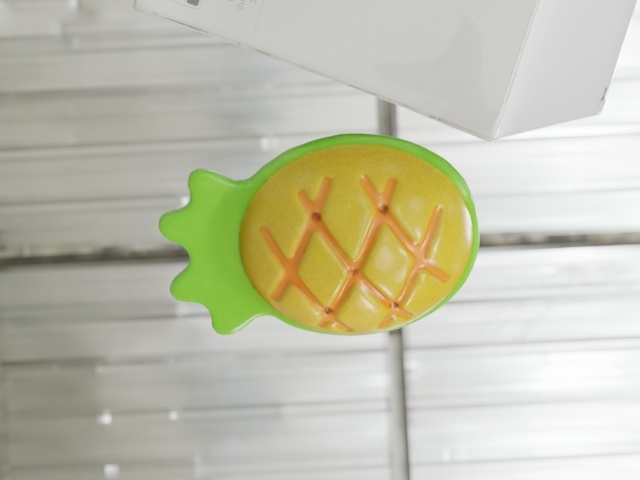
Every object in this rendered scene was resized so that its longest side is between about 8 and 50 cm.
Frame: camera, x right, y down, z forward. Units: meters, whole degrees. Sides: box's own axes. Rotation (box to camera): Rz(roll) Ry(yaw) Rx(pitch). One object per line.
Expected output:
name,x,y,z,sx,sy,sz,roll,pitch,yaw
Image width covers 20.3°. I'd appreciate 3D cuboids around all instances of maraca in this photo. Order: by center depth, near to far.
maraca,0.000,0.000,1.042,0.099,0.185,0.127,-85,168,-69

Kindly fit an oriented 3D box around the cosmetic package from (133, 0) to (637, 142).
cosmetic package,0.054,-0.162,1.030,0.224,0.224,0.138,-18,129,-66
